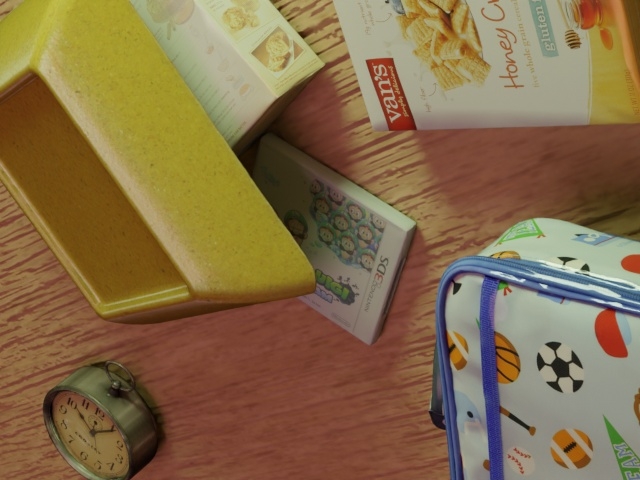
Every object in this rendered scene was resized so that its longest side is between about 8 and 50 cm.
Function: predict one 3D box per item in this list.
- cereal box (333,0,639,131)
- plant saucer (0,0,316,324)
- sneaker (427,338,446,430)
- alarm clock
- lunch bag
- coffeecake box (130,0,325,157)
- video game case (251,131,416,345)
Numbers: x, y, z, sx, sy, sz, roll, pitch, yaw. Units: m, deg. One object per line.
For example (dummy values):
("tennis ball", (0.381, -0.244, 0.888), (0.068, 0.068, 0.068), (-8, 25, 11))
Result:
("cereal box", (0.117, -0.164, 1.016), (0.240, 0.047, 0.173), (0, 118, 40))
("plant saucer", (-0.190, -0.053, 1.262), (0.333, 0.081, 0.332), (56, 152, -11))
("sneaker", (0.189, 0.168, 1.152), (0.153, 0.099, 0.282), (-13, 105, 43))
("alarm clock", (-0.229, 0.187, 1.546), (0.129, 0.064, 0.192), (40, 139, 12))
("lunch bag", (0.190, 0.144, 0.991), (0.243, 0.115, 0.303), (14, 121, 36))
("coffeecake box", (-0.108, -0.165, 1.191), (0.185, 0.068, 0.142), (49, 140, 1))
("video game case", (0.000, 0.000, 1.252), (0.157, 0.019, 0.143), (33, 135, 19))
